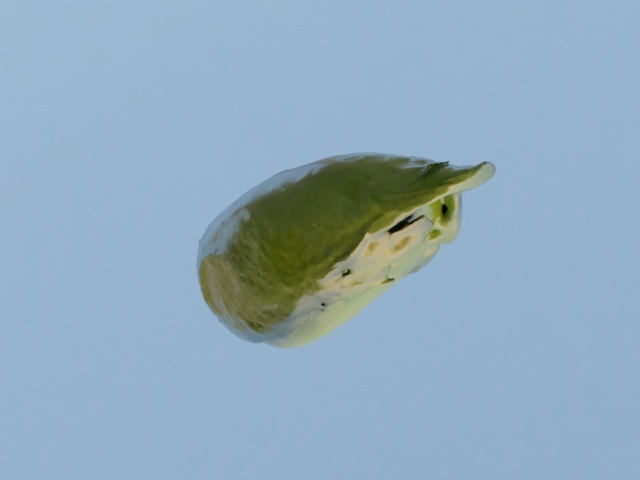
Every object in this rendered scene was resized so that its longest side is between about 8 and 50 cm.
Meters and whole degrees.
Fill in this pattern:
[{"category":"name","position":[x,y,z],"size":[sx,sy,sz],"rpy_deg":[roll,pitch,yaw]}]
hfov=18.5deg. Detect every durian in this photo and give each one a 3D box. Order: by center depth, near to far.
[{"category":"durian","position":[0.000,0.000,1.213],"size":[0.139,0.250,0.101],"rpy_deg":[-33,-90,-28]}]
